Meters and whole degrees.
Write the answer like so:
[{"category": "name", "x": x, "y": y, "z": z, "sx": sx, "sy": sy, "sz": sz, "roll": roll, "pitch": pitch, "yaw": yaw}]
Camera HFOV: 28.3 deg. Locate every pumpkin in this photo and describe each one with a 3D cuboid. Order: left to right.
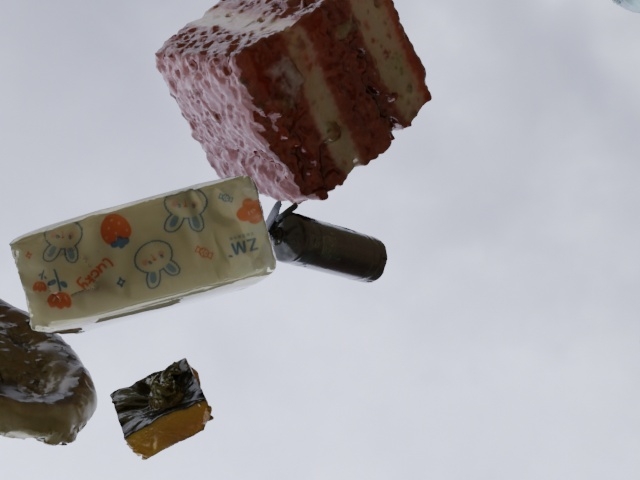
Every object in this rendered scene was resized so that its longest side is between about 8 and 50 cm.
[{"category": "pumpkin", "x": -0.138, "y": 0.144, "z": 1.111, "sx": 0.074, "sy": 0.083, "sz": 0.054, "roll": 48, "pitch": 160, "yaw": 58}]

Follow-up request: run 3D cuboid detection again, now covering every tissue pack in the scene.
[{"category": "tissue pack", "x": -0.137, "y": 0.014, "z": 1.030, "sx": 0.148, "sy": 0.196, "sz": 0.092, "roll": 142, "pitch": 112, "yaw": -85}]

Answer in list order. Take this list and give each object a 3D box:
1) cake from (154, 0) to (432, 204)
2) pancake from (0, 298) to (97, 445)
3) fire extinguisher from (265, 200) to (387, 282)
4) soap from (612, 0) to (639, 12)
[{"category": "cake", "x": -0.033, "y": -0.255, "z": 1.949, "sx": 0.319, "sy": 0.270, "sz": 0.269, "roll": -40, "pitch": -58, "yaw": -21}, {"category": "pancake", "x": -0.362, "y": 0.084, "z": 1.156, "sx": 0.356, "sy": 0.065, "sz": 0.356, "roll": 29, "pitch": -173, "yaw": -4}, {"category": "fire extinguisher", "x": 0.000, "y": 0.000, "z": 1.760, "sx": 0.268, "sy": 0.089, "sz": 0.072, "roll": 16, "pitch": -147, "yaw": -53}, {"category": "soap", "x": 0.394, "y": -0.391, "z": 1.315, "sx": 0.446, "sy": 0.156, "sz": 0.261, "roll": 164, "pitch": 95, "yaw": -81}]
